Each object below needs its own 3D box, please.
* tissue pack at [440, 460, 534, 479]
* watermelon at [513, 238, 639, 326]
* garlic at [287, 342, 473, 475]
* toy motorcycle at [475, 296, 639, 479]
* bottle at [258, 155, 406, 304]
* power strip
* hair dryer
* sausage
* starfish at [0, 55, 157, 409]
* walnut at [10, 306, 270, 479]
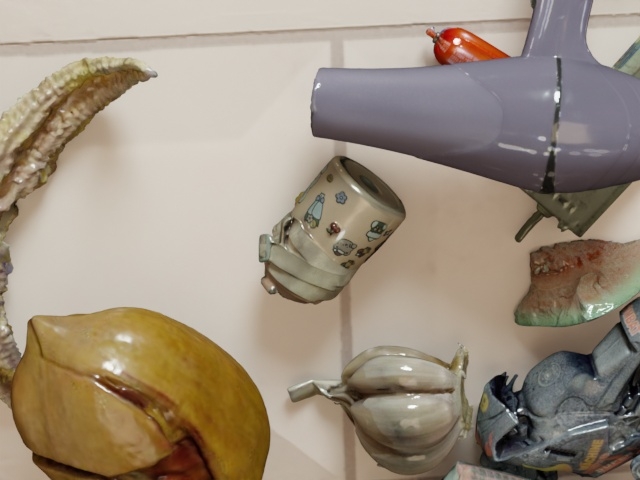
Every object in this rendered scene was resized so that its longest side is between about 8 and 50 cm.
[{"bbox_3d":[0.242,0.354,1.066,0.315,0.103,0.228,18,136,-10],"label":"tissue pack"},{"bbox_3d":[0.279,0.040,0.996,0.155,0.101,0.080,-12,101,-9],"label":"watermelon"},{"bbox_3d":[0.056,0.159,1.012,0.194,0.127,0.131,8,116,15],"label":"garlic"},{"bbox_3d":[0.269,0.172,1.020,0.307,0.108,0.173,-39,115,24],"label":"toy motorcycle"},{"bbox_3d":[0.001,0.001,0.953,0.099,0.099,0.152,37,109,-16],"label":"bottle"},{"bbox_3d":[0.278,-0.098,0.959,0.092,0.034,0.268,36,105,-16],"label":"power strip"},{"bbox_3d":[0.156,-0.225,0.846,0.301,0.121,0.361,7,96,5],"label":"hair dryer"},{"bbox_3d":[0.158,-0.156,0.923,0.145,0.050,0.048,28,150,-14],"label":"sausage"},{"bbox_3d":[-0.301,-0.019,0.860,0.132,0.384,0.398,40,101,24],"label":"starfish"},{"bbox_3d":[-0.173,0.164,0.943,0.203,0.203,0.298,-36,120,11],"label":"walnut"}]
